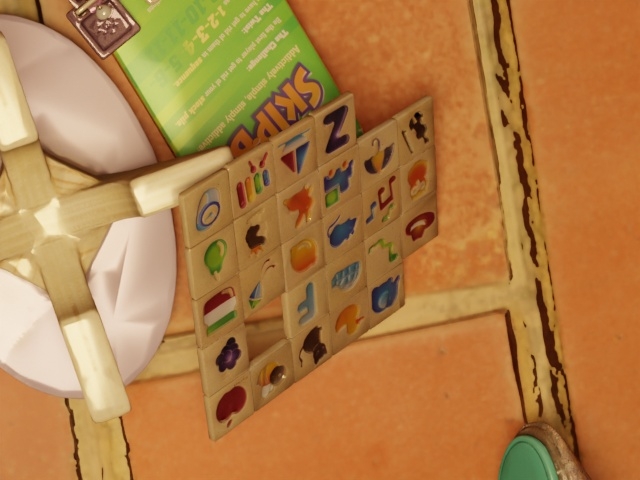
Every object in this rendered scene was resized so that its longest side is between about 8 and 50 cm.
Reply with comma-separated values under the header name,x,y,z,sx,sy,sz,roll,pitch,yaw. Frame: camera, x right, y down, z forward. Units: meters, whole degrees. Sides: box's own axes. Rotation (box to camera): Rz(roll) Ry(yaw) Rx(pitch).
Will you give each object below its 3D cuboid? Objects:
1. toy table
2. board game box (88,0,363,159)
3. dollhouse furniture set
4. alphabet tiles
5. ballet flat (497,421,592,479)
name,x,y,z,sx,sy,sz,roll,pitch,yaw
toy table,-0.186,-0.016,1.275,0.252,0.161,0.274,-31,99,-6
board game box,-0.077,-0.136,1.349,0.124,0.039,0.259,-32,95,-5
dollhouse furniture set,-0.129,-0.190,1.279,0.114,0.081,0.091,-39,98,-4
alphabet tiles,0.000,0.000,1.299,0.237,0.009,0.198,-34,134,-36
ballet flat,0.191,0.280,1.401,0.106,0.107,0.316,-7,101,-29
